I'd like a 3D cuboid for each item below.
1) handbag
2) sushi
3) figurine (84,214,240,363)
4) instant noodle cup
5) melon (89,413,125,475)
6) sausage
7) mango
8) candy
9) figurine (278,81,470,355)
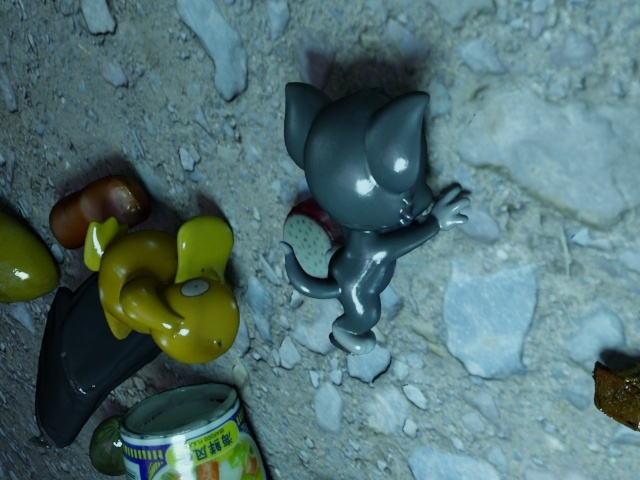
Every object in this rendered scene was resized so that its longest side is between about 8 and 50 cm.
[{"bbox_3d":[-0.375,0.170,1.230,0.178,0.275,0.302,44,140,3],"label":"handbag"},{"bbox_3d":[0.284,0.135,0.651,0.118,0.061,0.060,22,96,36],"label":"sushi"},{"bbox_3d":[-0.211,0.067,1.054,0.228,0.215,0.215,-2,113,36],"label":"figurine"},{"bbox_3d":[-0.195,0.409,1.224,0.284,0.284,0.313,1,107,48],"label":"instant noodle cup"},{"bbox_3d":[-0.428,0.433,1.594,0.114,0.114,0.167,46,138,17],"label":"melon"},{"bbox_3d":[-0.362,-0.048,1.234,0.300,0.083,0.089,-14,103,49],"label":"sausage"},{"bbox_3d":[-0.707,0.031,1.588,0.383,0.199,0.222,20,121,24],"label":"mango"},{"bbox_3d":[0.000,0.000,0.891,0.103,0.043,0.103,26,131,34],"label":"candy"},{"bbox_3d":[0.028,-0.027,0.756,0.193,0.140,0.265,32,106,47],"label":"figurine"}]
